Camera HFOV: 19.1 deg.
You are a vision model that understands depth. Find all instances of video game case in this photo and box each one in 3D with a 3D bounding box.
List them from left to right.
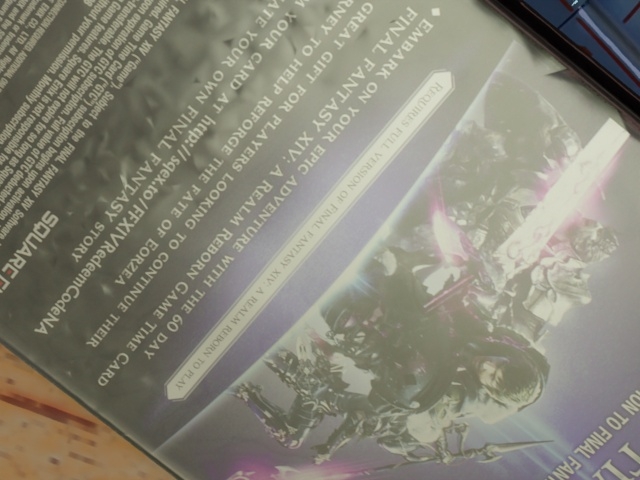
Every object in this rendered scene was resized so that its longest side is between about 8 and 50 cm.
[{"bbox_3d":[0.000,0.000,0.586,0.274,0.026,0.196,38,116,-6],"label":"video game case"}]

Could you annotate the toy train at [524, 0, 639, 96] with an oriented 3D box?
[{"bbox_3d":[0.075,-0.046,0.609,0.184,0.080,0.105,46,114,-4],"label":"toy train"}]
